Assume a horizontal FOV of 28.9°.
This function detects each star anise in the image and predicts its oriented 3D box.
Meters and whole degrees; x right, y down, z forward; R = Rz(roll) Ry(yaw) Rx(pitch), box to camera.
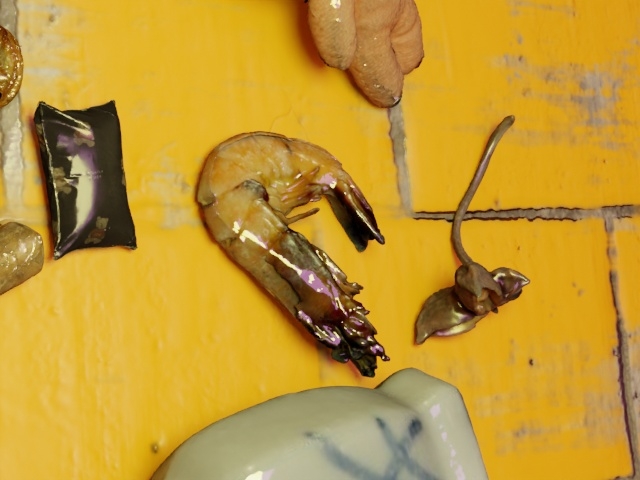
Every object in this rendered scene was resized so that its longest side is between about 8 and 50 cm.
[{"bbox_3d":[0.167,-0.019,1.409,0.218,0.148,0.227,-23,65,-2],"label":"star anise"}]

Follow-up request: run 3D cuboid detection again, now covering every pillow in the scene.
[{"bbox_3d":[-0.224,-0.059,1.180,0.090,0.048,0.150,-9,91,-26],"label":"pillow"}]

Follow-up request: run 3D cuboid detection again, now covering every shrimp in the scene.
[{"bbox_3d":[-0.004,0.002,1.310,0.289,0.075,0.178,45,58,-4],"label":"shrimp"}]

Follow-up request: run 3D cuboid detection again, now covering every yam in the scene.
[{"bbox_3d":[-0.358,0.081,1.057,0.299,0.066,0.066,-42,105,-31],"label":"yam"}]

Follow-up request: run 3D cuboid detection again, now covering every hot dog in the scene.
[{"bbox_3d":[-0.306,-0.163,1.151,0.058,0.035,0.083,-1,82,-29],"label":"hot dog"}]

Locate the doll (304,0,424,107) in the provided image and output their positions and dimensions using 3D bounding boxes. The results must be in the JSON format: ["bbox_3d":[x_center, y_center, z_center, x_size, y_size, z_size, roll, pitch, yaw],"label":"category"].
[{"bbox_3d":[0.010,-0.276,1.341,0.201,0.156,0.303,-64,144,-33],"label":"doll"}]

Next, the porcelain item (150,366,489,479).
[{"bbox_3d":[-0.029,0.270,1.174,0.405,0.178,0.243,-21,94,-33],"label":"porcelain item"}]

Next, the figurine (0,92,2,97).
[{"bbox_3d":[-0.367,-0.147,1.053,0.192,0.147,0.126,12,92,-12],"label":"figurine"}]
